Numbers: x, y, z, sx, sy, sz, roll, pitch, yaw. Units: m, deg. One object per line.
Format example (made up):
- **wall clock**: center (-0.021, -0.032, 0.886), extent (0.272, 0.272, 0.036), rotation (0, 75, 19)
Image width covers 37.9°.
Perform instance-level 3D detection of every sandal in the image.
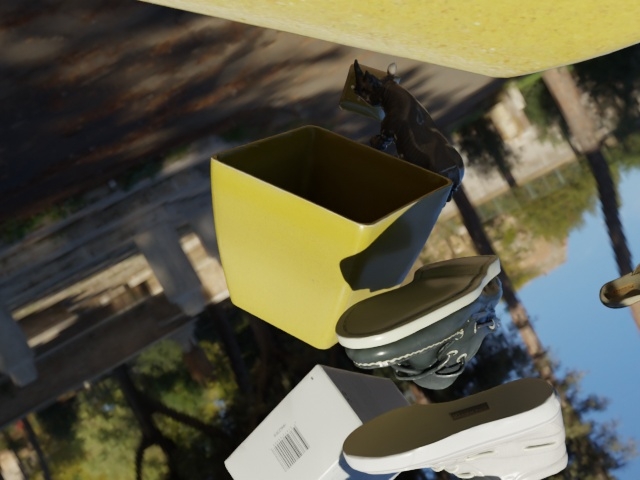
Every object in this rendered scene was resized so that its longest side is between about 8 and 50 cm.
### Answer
- **sandal**: center (0.547, 0.056, 1.547), extent (0.180, 0.049, 0.072), rotation (-24, -140, 10)

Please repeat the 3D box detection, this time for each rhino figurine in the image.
- **rhino figurine**: center (0.119, -0.158, 1.319), extent (0.073, 0.243, 0.106), rotation (-31, 174, -27)

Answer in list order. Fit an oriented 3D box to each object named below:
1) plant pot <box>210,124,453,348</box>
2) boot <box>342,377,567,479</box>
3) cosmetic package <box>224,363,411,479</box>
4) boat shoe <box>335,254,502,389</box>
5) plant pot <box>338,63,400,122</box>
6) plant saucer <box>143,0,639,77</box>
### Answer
- **plant pot**: center (0.000, 0.000, 1.107), extent (0.212, 0.212, 0.187), rotation (-26, 135, -53)
- **boot**: center (0.163, 0.255, 1.094), extent (0.258, 0.124, 0.095), rotation (-15, -156, 6)
- **cosmetic package**: center (0.019, 0.325, 1.445), extent (0.224, 0.138, 0.224), rotation (-48, 148, 15)
- **boat shoe**: center (0.120, 0.098, 0.993), extent (0.127, 0.113, 0.340), rotation (-7, -173, 22)
- **plant pot**: center (0.073, -0.240, 1.502), extent (0.083, 0.081, 0.081), rotation (-18, 126, -75)
- **plant saucer**: center (-0.036, -0.178, 0.396), extent (0.333, 0.332, 0.081), rotation (-97, -159, -53)
